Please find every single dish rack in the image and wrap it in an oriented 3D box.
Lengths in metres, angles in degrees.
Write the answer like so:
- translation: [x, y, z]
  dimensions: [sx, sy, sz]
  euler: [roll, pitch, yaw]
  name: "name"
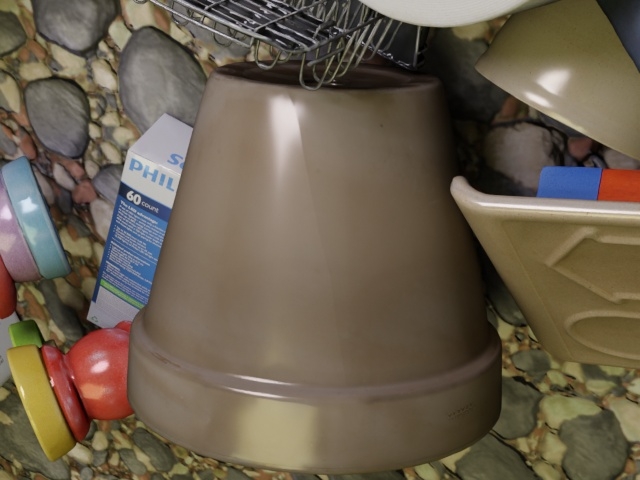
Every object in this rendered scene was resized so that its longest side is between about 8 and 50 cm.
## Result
- translation: [-0.041, -0.182, 0.872]
  dimensions: [0.208, 0.271, 0.074]
  euler: [27, 119, 15]
  name: "dish rack"

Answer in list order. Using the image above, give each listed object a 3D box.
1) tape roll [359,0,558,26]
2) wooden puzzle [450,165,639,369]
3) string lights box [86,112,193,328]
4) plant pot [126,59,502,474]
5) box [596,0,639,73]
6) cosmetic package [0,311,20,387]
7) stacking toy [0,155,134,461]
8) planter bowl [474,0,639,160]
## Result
- translation: [0.077, -0.327, 0.714]
  dimensions: [0.392, 0.072, 0.391]
  euler: [29, 128, 44]
  name: "tape roll"
- translation: [0.305, 0.031, 0.911]
  dimensions: [0.348, 0.080, 0.322]
  euler: [9, 158, 27]
  name: "wooden puzzle"
- translation: [-0.150, 0.011, 1.207]
  dimensions: [0.133, 0.076, 0.259]
  euler: [29, 133, 5]
  name: "string lights box"
- translation: [0.000, 0.000, 0.969]
  dimensions: [0.323, 0.323, 0.280]
  euler: [9, 107, 22]
  name: "plant pot"
- translation: [0.350, -0.129, 0.593]
  dimensions: [0.212, 0.395, 0.293]
  euler: [3, 137, -23]
  name: "box"
- translation: [-0.547, -0.003, 1.351]
  dimensions: [0.230, 0.161, 0.453]
  euler: [0, 124, 29]
  name: "cosmetic package"
- translation: [-0.280, 0.067, 1.248]
  dimensions: [0.279, 0.130, 0.308]
  euler: [136, 112, -78]
  name: "stacking toy"
- translation: [0.212, -0.139, 0.861]
  dimensions: [0.162, 0.162, 0.109]
  euler: [30, 106, 5]
  name: "planter bowl"
